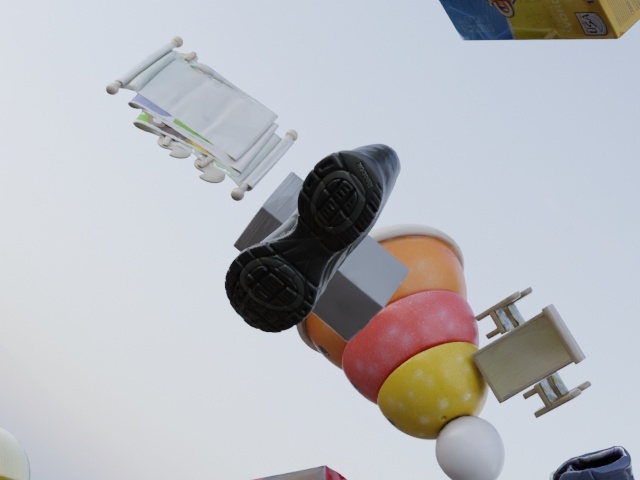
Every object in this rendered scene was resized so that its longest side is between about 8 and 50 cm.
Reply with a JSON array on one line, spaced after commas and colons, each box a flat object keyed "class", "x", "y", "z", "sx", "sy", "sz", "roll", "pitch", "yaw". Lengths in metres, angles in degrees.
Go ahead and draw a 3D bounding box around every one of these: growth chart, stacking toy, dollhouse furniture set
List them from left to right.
[{"class": "growth chart", "x": -0.145, "y": -0.153, "z": 1.311, "sx": 0.237, "sy": 0.172, "sz": 0.021, "roll": 38, "pitch": -42, "yaw": 12}, {"class": "stacking toy", "x": 0.185, "y": 0.235, "z": 1.927, "sx": 0.480, "sy": 0.350, "sz": 0.350, "roll": 62, "pitch": -1, "yaw": 40}, {"class": "dollhouse furniture set", "x": 0.395, "y": 0.187, "z": 1.900, "sx": 0.212, "sy": 0.161, "sz": 0.242, "roll": 60, "pitch": 26, "yaw": 10}]

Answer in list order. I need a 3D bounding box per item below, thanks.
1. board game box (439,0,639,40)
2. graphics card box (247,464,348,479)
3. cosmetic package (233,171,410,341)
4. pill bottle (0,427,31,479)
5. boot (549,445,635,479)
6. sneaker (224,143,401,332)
[{"class": "board game box", "x": 0.234, "y": -0.365, "z": 1.347, "sx": 0.242, "sy": 0.064, "sz": 0.316, "roll": 54, "pitch": -16, "yaw": -24}, {"class": "graphics card box", "x": -0.139, "y": 0.412, "z": 1.252, "sx": 0.371, "sy": 0.233, "sz": 0.094, "roll": -15, "pitch": -38, "yaw": 20}, {"class": "cosmetic package", "x": 0.001, "y": 0.027, "z": 1.611, "sx": 0.238, "sy": 0.107, "sz": 0.127, "roll": 39, "pitch": -40, "yaw": -4}, {"class": "pill bottle", "x": -0.327, "y": 0.204, "z": 0.949, "sx": 0.103, "sy": 0.103, "sz": 0.184, "roll": 35, "pitch": -15, "yaw": 9}, {"class": "boot", "x": 0.251, "y": 0.285, "z": 1.154, "sx": 0.069, "sy": 0.190, "sz": 0.086, "roll": -131, "pitch": -156, "yaw": -69}, {"class": "sneaker", "x": 0.000, "y": 0.000, "z": 1.220, "sx": 0.109, "sy": 0.130, "sz": 0.286, "roll": 47, "pitch": -57, "yaw": 4}]
